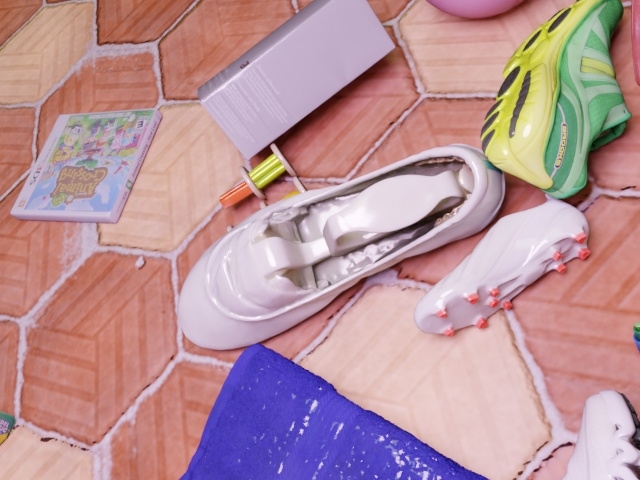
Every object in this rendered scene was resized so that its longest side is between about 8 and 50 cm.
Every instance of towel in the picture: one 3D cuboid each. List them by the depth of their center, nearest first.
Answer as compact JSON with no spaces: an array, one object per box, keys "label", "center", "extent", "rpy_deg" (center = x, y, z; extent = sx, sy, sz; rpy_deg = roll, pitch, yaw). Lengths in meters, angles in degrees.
[{"label":"towel","center":[0.000,0.256,0.629],"extent":[0.308,0.076,0.228],"rpy_deg":[23,81,35]}]

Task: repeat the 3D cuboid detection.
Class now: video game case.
[{"label":"video game case","center":[-0.362,-0.117,1.062],"extent":[0.212,0.023,0.193],"rpy_deg":[3,63,28]}]

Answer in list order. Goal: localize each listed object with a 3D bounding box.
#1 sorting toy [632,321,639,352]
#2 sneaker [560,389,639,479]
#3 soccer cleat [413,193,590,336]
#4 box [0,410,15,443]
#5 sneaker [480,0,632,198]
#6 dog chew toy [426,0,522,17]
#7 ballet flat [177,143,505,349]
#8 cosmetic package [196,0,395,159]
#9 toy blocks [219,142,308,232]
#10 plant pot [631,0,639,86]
[{"label":"sorting toy","center":[0.297,0.086,0.584],"extent":[0.061,0.042,0.102],"rpy_deg":[1,51,45]},{"label":"sneaker","center":[0.184,0.250,0.517],"extent":[0.118,0.110,0.292],"rpy_deg":[0,61,35]},{"label":"soccer cleat","center":[0.172,0.025,0.683],"extent":[0.196,0.068,0.076],"rpy_deg":[-31,47,-2]},{"label":"box","center":[-0.471,0.263,0.837],"extent":[0.179,0.105,0.043],"rpy_deg":[-46,53,-5]},{"label":"sneaker","center":[0.261,-0.156,0.730],"extent":[0.109,0.123,0.296],"rpy_deg":[-28,25,56]},{"label":"dog chew toy","center":[0.260,-0.407,0.820],"extent":[0.331,0.207,0.207],"rpy_deg":[-25,53,1]},{"label":"ballet flat","center":[0.000,0.000,0.725],"extent":[0.400,0.139,0.139],"rpy_deg":[-25,53,11]},{"label":"cosmetic package","center":[-0.035,-0.221,0.886],"extent":[0.238,0.107,0.127],"rpy_deg":[-40,22,2]},{"label":"toy blocks","center":[-0.088,-0.037,0.856],"extent":[0.148,0.054,0.123],"rpy_deg":[-36,53,4]},{"label":"plant pot","center":[0.426,-0.202,0.580],"extent":[0.265,0.272,0.273],"rpy_deg":[6,64,39]}]
